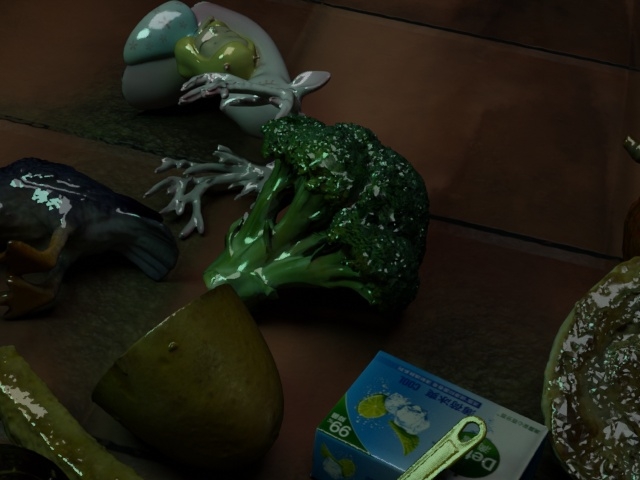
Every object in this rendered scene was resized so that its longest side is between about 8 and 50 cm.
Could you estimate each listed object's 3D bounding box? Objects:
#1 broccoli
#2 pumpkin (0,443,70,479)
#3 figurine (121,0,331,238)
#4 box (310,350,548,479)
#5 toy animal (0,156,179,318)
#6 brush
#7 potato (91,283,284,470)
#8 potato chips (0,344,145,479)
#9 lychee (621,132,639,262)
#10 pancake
[{"bbox_3d":[0.000,0.000,1.399,0.269,0.254,0.269,-27,24,14],"label":"broccoli"},{"bbox_3d":[-0.243,0.272,0.987,0.159,0.238,0.238,-17,44,-23],"label":"pumpkin"},{"bbox_3d":[-0.138,-0.167,1.611,0.284,0.206,0.315,-21,40,-39],"label":"figurine"},{"bbox_3d":[0.107,0.209,1.246,0.194,0.073,0.139,23,41,19],"label":"box"},{"bbox_3d":[-0.312,-0.015,1.424,0.298,0.122,0.185,-1,39,-12],"label":"toy animal"},{"bbox_3d":[0.074,0.234,1.162,0.205,0.011,0.083,-41,56,0],"label":"brush"},{"bbox_3d":[-0.109,0.150,1.217,0.158,0.203,0.178,47,55,9],"label":"potato"},{"bbox_3d":[-0.184,0.232,1.172,0.407,0.080,0.057,30,27,29],"label":"potato chips"},{"bbox_3d":[0.471,-0.017,1.453,0.255,0.255,0.300,-19,75,-29],"label":"lychee"},{"bbox_3d":[0.404,0.158,1.270,0.356,0.065,0.356,-2,68,5],"label":"pancake"}]
